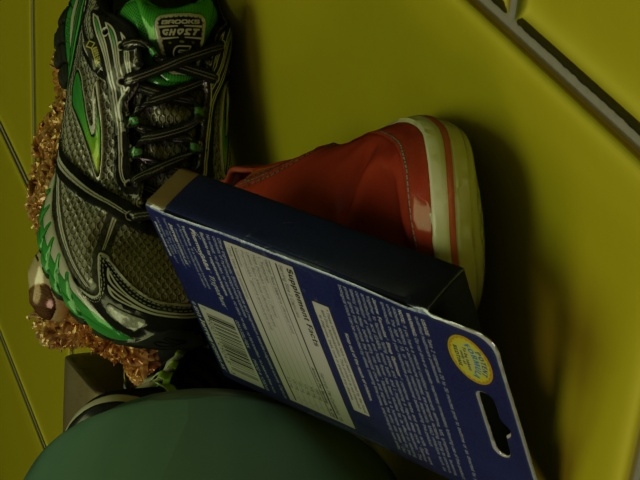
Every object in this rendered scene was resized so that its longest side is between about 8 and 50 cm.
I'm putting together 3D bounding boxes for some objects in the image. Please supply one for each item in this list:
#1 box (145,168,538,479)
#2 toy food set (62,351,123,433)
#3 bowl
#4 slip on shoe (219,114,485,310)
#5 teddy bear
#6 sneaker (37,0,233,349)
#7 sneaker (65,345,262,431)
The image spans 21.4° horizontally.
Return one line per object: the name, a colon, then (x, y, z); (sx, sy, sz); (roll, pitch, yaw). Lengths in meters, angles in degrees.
box: (0.019, 0.050, 0.849); (0.225, 0.036, 0.136); (22, 146, 38)
toy food set: (-0.171, 0.225, 1.485); (0.306, 0.092, 0.220); (-167, 78, -74)
bowl: (-0.064, 0.198, 0.969); (0.311, 0.311, 0.163); (108, 167, -50)
slip on shoe: (0.000, 0.000, 0.940); (0.331, 0.101, 0.123); (178, 86, -68)
teddy bear: (-0.190, -0.030, 1.346); (0.245, 0.113, 0.338); (-53, 36, 44)
sneaker: (-0.122, -0.081, 1.152); (0.146, 0.134, 0.343); (119, 146, -53)
sneaker: (-0.101, 0.110, 1.117); (0.234, 0.084, 0.097); (23, -138, -63)
